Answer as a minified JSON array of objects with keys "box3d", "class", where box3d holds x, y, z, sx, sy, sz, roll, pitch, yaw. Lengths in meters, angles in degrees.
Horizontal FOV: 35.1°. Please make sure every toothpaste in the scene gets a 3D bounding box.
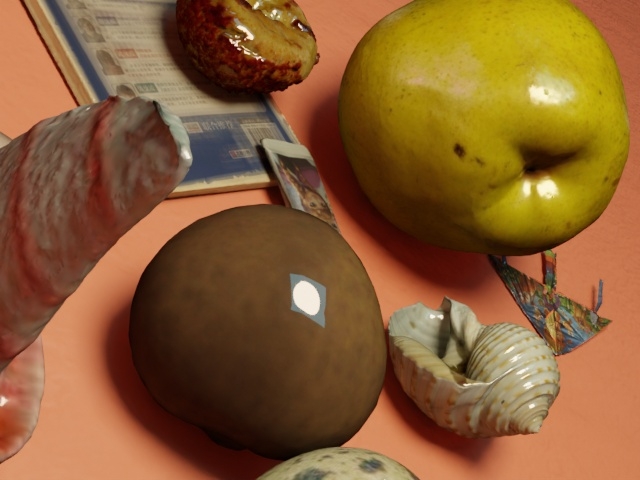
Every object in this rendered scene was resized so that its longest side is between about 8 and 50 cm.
[{"box3d":[0.000,0.000,0.896,0.062,0.037,0.216,9,53,-47],"class":"toothpaste"}]

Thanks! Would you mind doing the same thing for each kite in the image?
[{"box3d":[0.255,0.066,1.117,0.183,0.010,0.160,28,44,-19],"class":"kite"}]

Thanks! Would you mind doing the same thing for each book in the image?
[{"box3d":[-0.152,-0.176,0.933,0.228,0.018,0.322,-10,63,-50],"class":"book"}]

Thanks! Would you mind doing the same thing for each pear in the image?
[{"box3d":[0.155,-0.119,0.980,0.294,0.294,0.294,26,41,-25],"class":"pear"}]

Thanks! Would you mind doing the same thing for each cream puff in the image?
[{"box3d":[-0.072,-0.191,0.943,0.149,0.084,0.149,30,39,-28],"class":"cream puff"}]

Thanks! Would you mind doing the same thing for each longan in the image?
[{"box3d":[-0.038,0.064,0.708,0.189,0.189,0.189,26,41,-25],"class":"longan"}]

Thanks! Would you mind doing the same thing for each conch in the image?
[{"box3d":[0.126,0.116,0.863,0.135,0.102,0.153,-1,14,-39],"class":"conch"}]

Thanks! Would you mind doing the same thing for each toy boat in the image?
[{"box3d":[-0.156,0.001,0.541,0.096,0.282,0.206,21,44,-33],"class":"toy boat"}]

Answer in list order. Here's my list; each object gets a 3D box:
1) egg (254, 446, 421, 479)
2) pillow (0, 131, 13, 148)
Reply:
[{"box3d":[0.000,0.205,0.624,0.182,0.141,0.141,-26,76,-44],"class":"egg"},{"box3d":[-0.268,-0.084,0.681,0.233,0.038,0.131,31,1,-24],"class":"pillow"}]
